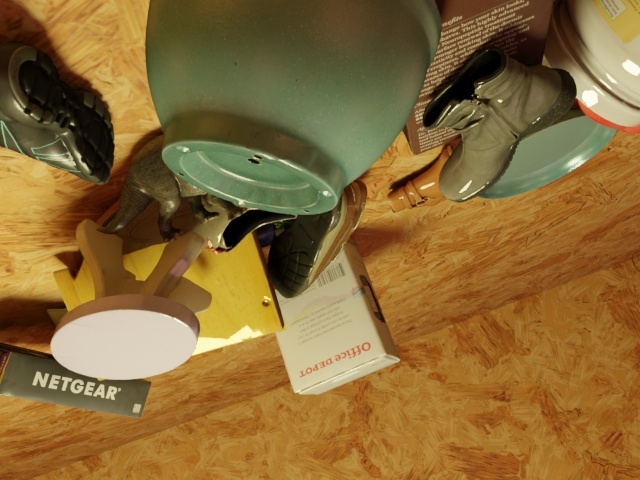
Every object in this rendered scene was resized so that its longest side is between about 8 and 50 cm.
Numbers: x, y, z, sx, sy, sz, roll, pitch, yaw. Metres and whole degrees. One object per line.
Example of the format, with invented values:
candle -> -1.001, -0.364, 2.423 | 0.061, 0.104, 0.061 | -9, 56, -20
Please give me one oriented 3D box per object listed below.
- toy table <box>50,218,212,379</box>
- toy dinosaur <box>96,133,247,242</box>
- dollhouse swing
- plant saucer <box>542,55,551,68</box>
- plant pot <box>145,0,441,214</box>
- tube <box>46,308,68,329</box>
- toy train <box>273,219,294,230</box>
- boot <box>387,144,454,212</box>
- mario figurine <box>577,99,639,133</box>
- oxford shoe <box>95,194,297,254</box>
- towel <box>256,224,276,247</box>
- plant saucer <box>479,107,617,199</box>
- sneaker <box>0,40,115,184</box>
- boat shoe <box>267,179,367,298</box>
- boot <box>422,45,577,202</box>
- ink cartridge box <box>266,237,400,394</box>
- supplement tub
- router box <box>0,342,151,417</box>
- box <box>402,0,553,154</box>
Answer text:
toy table -> -0.286, 0.096, 1.027 | 0.274, 0.160, 0.252 | -15, 137, 27
toy dinosaur -> -0.188, -0.096, 0.943 | 0.314, 0.160, 0.121 | -17, -164, 25
dollhouse swing -> -0.272, 0.088, 1.322 | 0.347, 0.315, 0.305 | -16, -161, -1
plant saucer -> 0.321, -0.272, 1.073 | 0.199, 0.036, 0.198 | -18, 159, -7
plant pot -> -0.045, -0.143, 0.659 | 0.293, 0.196, 0.293 | 14, 166, 3
tube -> -0.529, 0.195, 1.435 | 0.070, 0.062, 0.240 | -45, 170, -32
toy train -> -0.063, -0.031, 1.348 | 0.024, 0.017, 0.083 | -41, 153, 22
boot -> 0.205, -0.110, 1.325 | 0.153, 0.072, 0.197 | -17, 157, 3
mario figurine -> 0.572, -0.315, 1.139 | 0.321, 0.170, 0.198 | -28, 124, -10
oxford shoe -> -0.202, -0.033, 1.052 | 0.348, 0.130, 0.123 | -22, 162, 11
towel -> -0.148, 0.004, 1.339 | 0.120, 0.029, 0.067 | -17, 158, -9
plant saucer -> 0.465, -0.185, 1.411 | 0.318, 0.043, 0.317 | -17, 158, -7
sneaker -> -0.323, -0.142, 0.767 | 0.106, 0.101, 0.267 | 0, 162, 8
boat shoe -> 0.000, 0.000, 1.313 | 0.120, 0.122, 0.324 | -17, 154, -38
boot -> 0.188, -0.146, 0.853 | 0.161, 0.083, 0.246 | 3, 144, -32
ink cartridge box -> 0.014, 0.164, 1.492 | 0.226, 0.306, 0.131 | -26, 158, 16
supplement tub -> 0.455, -0.316, 0.798 | 0.241, 0.240, 0.331 | -5, 155, -34
router box -> -0.537, 0.272, 1.330 | 0.243, 0.080, 0.309 | 2, 162, 43
box -> 0.159, -0.266, 0.804 | 0.191, 0.143, 0.381 | -21, 161, 5
